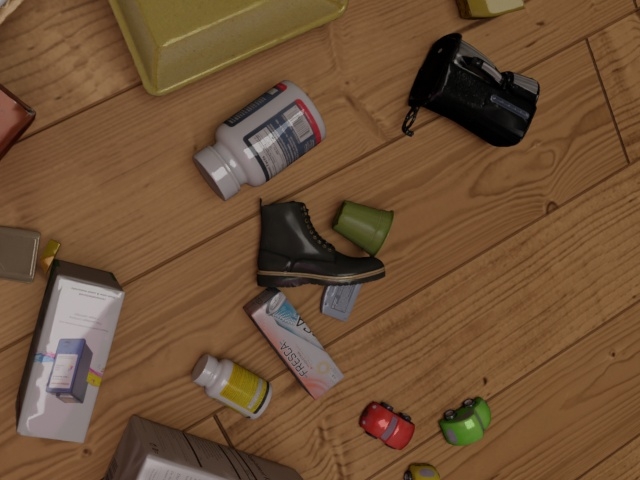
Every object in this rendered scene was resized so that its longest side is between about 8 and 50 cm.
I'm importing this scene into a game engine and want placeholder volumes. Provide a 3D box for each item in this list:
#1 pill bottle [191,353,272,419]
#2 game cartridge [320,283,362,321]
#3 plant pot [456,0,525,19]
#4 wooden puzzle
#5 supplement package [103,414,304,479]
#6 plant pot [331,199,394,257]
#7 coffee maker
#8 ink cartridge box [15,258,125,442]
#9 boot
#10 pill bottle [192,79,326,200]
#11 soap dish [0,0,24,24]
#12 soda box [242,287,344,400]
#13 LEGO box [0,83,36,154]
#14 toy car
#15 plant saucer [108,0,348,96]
[{"bbox_3d":[-0.137,0.221,1.195,0.116,0.065,0.065,34,85,-21],"label":"pill bottle"},{"bbox_3d":[0.033,0.085,1.265,0.056,0.017,0.083,23,89,-25],"label":"game cartridge"},{"bbox_3d":[0.264,-0.395,1.253,0.083,0.081,0.081,-21,104,-6],"label":"plant pot"},{"bbox_3d":[-0.424,0.019,1.081,0.116,0.014,0.078,16,87,-2],"label":"wooden puzzle"},{"bbox_3d":[-0.167,0.406,1.150,0.293,0.175,0.177,25,87,-21],"label":"supplement package"},{"bbox_3d":[0.063,-0.025,1.234,0.079,0.083,0.083,23,89,-9],"label":"plant pot"},{"bbox_3d":[0.240,-0.219,1.259,0.178,0.120,0.171,25,112,-20],"label":"coffee maker"},{"bbox_3d":[-0.344,0.146,1.062,0.093,0.154,0.212,17,90,-22],"label":"ink cartridge box"},{"bbox_3d":[0.000,0.000,1.198,0.198,0.077,0.137,-2,93,-7],"label":"boot"},{"bbox_3d":[-0.092,-0.142,1.140,0.180,0.108,0.108,-37,108,-12],"label":"pill bottle"},{"bbox_3d":[-0.471,-0.411,0.962,0.291,0.118,0.229,43,82,-19],"label":"soap dish"},{"bbox_3d":[-0.042,0.161,1.226,0.063,0.058,0.183,-39,109,-11],"label":"soda box"},{"bbox_3d":[-0.551,-0.011,0.851,0.193,0.372,0.500,41,83,-20],"label":"LEGO box"},{"bbox_3d":[0.206,0.345,1.342,0.225,0.053,0.239,-28,106,-14],"label":"toy car"},{"bbox_3d":[-0.151,-0.412,1.059,0.333,0.081,0.332,-28,125,-15],"label":"plant saucer"}]
